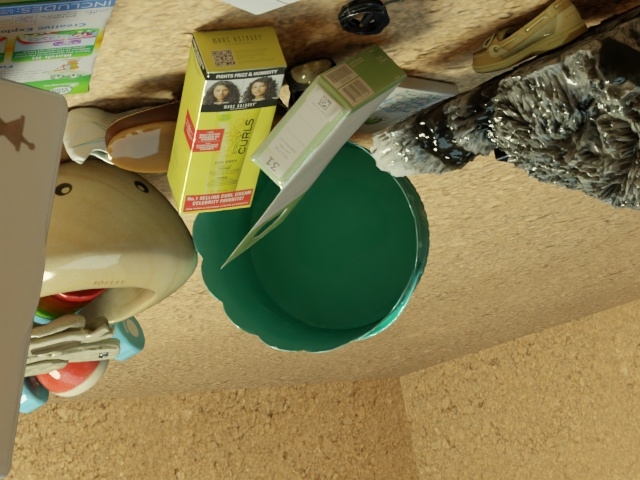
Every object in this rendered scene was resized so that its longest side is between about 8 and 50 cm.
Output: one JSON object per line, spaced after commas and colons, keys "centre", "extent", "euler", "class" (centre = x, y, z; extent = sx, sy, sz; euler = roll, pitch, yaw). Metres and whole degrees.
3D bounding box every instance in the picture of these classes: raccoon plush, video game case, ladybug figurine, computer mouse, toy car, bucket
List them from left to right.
{"centre": [-0.414, 0.095, 2.523], "extent": [0.219, 0.210, 0.238], "euler": [-28, 134, 18], "class": "toy car"}
{"centre": [-0.323, 0.016, 2.148], "extent": [0.305, 0.162, 0.449], "euler": [-3, 166, -29], "class": "ladybug figurine"}
{"centre": [0.000, 0.000, 2.100], "extent": [0.281, 0.281, 0.183], "euler": [-14, 177, 14], "class": "bucket"}
{"centre": [0.059, -0.158, 2.010], "extent": [0.143, 0.019, 0.157], "euler": [-21, 164, 39], "class": "video game case"}
{"centre": [0.076, -0.239, 1.621], "extent": [0.071, 0.041, 0.242], "euler": [4, 170, -23], "class": "computer mouse"}
{"centre": [0.304, -0.067, 1.853], "extent": [0.216, 0.299, 0.446], "euler": [-33, -171, -40], "class": "raccoon plush"}

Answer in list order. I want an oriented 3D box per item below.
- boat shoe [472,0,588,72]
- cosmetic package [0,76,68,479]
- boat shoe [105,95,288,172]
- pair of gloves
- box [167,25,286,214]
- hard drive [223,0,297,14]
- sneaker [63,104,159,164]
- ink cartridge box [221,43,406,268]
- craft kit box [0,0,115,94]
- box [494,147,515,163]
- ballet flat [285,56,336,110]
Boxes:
{"centre": [0.214, -0.217, 1.829], "extent": [0.056, 0.048, 0.153], "euler": [-33, -170, -36], "class": "boat shoe"}
{"centre": [-0.452, 0.032, 1.483], "extent": [0.327, 0.329, 0.394], "euler": [15, 162, -26], "class": "cosmetic package"}
{"centre": [-0.135, -0.124, 1.869], "extent": [0.207, 0.073, 0.073], "euler": [-7, 141, -20], "class": "boat shoe"}
{"centre": [-0.356, 0.133, 2.179], "extent": [0.204, 0.042, 0.240], "euler": [-12, 170, -5], "class": "pair of gloves"}
{"centre": [-0.099, -0.120, 1.770], "extent": [0.087, 0.058, 0.232], "euler": [-6, 147, -19], "class": "box"}
{"centre": [0.045, -0.274, 1.384], "extent": [0.353, 0.047, 0.233], "euler": [-17, 167, 25], "class": "hard drive"}
{"centre": [-0.212, -0.113, 1.891], "extent": [0.152, 0.061, 0.054], "euler": [-6, 166, -27], "class": "sneaker"}
{"centre": [-0.023, -0.090, 1.802], "extent": [0.235, 0.056, 0.171], "euler": [-47, 176, 28], "class": "ink cartridge box"}
{"centre": [-0.314, -0.178, 1.509], "extent": [0.250, 0.061, 0.246], "euler": [-7, 165, -16], "class": "craft kit box"}
{"centre": [0.304, -0.152, 2.072], "extent": [0.156, 0.093, 0.158], "euler": [-19, 165, 34], "class": "box"}
{"centre": [-0.007, -0.159, 1.871], "extent": [0.057, 0.049, 0.173], "euler": [-11, 168, -3], "class": "ballet flat"}
